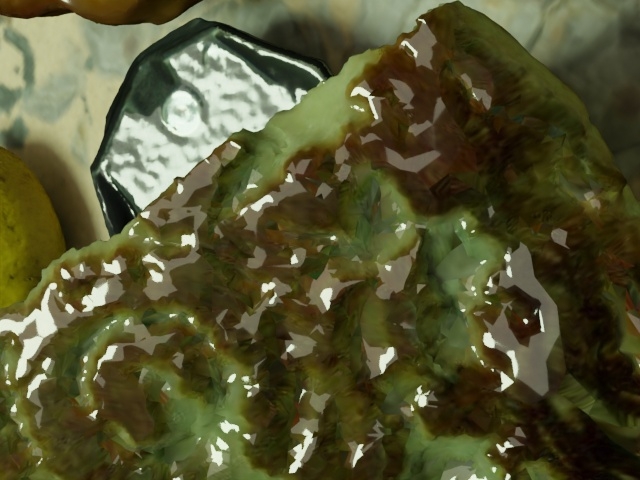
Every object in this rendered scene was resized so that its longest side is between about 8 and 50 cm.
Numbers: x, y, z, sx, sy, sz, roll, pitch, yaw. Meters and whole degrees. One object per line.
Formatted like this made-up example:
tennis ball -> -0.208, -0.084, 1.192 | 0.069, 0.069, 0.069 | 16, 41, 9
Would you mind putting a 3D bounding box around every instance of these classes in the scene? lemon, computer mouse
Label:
lemon -> -0.169, -0.003, 0.801 | 0.082, 0.082, 0.111 | -40, 67, 33
computer mouse -> -0.001, 0.002, 0.682 | 0.231, 0.071, 0.126 | 46, 106, 13

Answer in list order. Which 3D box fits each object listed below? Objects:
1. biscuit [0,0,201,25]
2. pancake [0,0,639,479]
biscuit -> -0.077, -0.254, 0.691 | 0.326, 0.107, 0.326 | 6, 101, 35
pancake -> 0.022, 0.143, 0.615 | 0.305, 0.067, 0.427 | -16, 98, 10
